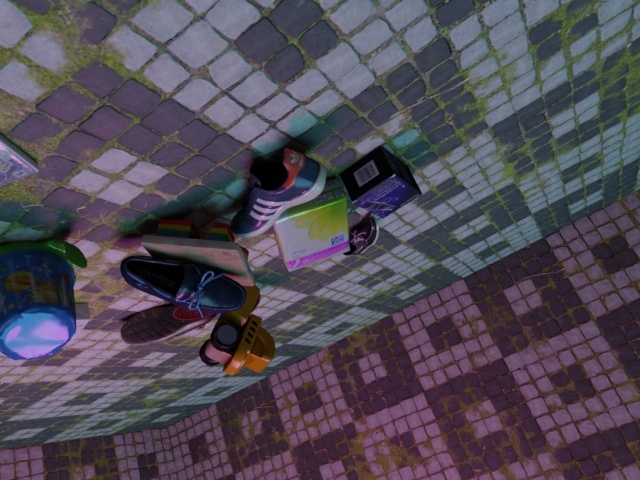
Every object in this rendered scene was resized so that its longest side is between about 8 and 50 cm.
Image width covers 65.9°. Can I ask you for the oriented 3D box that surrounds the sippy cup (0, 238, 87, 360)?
[{"bbox_3d":[-0.698,0.156,1.187,0.240,0.224,0.305,-6,127,-37],"label":"sippy cup"}]

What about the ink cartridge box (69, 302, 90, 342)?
[{"bbox_3d":[-0.831,0.271,1.598,0.104,0.061,0.181,5,144,-44],"label":"ink cartridge box"}]

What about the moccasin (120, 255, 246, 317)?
[{"bbox_3d":[-0.368,0.126,1.323,0.342,0.137,0.117,12,165,-12],"label":"moccasin"}]

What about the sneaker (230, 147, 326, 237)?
[{"bbox_3d":[-0.150,-0.129,1.281,0.148,0.131,0.350,30,134,-34],"label":"sneaker"}]

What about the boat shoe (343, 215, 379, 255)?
[{"bbox_3d":[0.144,-0.010,1.783,0.079,0.084,0.233,-10,156,-25],"label":"boat shoe"}]

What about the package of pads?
[{"bbox_3d":[-0.033,-0.042,1.512,0.229,0.101,0.296,-18,145,-7],"label":"package of pads"}]

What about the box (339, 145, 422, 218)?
[{"bbox_3d":[0.182,-0.166,1.461,0.153,0.108,0.207,-34,153,24],"label":"box"}]

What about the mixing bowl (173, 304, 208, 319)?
[{"bbox_3d":[-0.430,0.195,1.723,0.182,0.098,0.181,-17,155,-8],"label":"mixing bowl"}]

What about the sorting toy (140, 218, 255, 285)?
[{"bbox_3d":[-0.326,0.033,1.389,0.257,0.089,0.255,4,154,6],"label":"sorting toy"}]

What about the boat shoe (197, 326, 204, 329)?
[{"bbox_3d":[-0.500,0.346,2.041,0.050,0.045,0.135,-16,155,-11],"label":"boat shoe"}]

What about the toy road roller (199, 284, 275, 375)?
[{"bbox_3d":[-0.276,0.341,1.829,0.241,0.329,0.202,29,138,-11],"label":"toy road roller"}]

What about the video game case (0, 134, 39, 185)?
[{"bbox_3d":[-0.666,-0.152,0.905,0.184,0.023,0.201,-21,156,0],"label":"video game case"}]

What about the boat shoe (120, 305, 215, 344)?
[{"bbox_3d":[-0.548,0.313,1.833,0.356,0.132,0.130,-15,155,-11],"label":"boat shoe"}]
